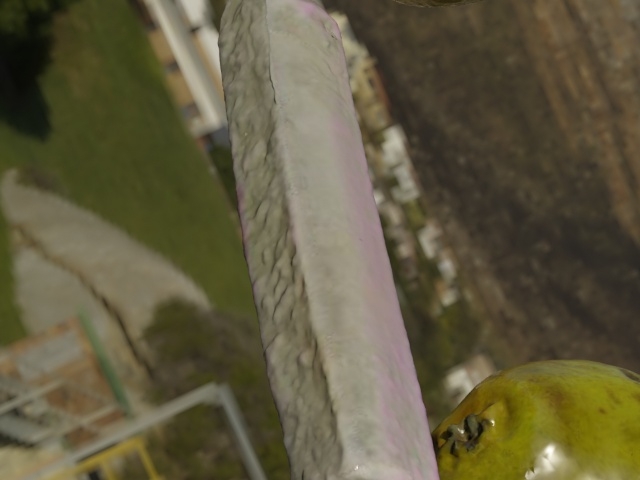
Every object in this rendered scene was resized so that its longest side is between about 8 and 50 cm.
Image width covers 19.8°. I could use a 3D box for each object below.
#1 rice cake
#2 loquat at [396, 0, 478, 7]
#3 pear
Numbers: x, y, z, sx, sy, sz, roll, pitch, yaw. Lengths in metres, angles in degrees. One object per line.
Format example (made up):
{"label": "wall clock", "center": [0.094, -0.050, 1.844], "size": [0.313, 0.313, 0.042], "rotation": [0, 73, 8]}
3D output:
{"label": "rice cake", "center": [0.000, -0.001, 1.035], "size": [0.070, 0.064, 0.399], "rotation": [19, 44, -33]}
{"label": "loquat", "center": [0.080, -0.308, 1.352], "size": [0.275, 0.275, 0.274], "rotation": [155, -90, -83]}
{"label": "pear", "center": [0.190, 0.220, 1.340], "size": [0.321, 0.269, 0.269], "rotation": [56, -1, -35]}
